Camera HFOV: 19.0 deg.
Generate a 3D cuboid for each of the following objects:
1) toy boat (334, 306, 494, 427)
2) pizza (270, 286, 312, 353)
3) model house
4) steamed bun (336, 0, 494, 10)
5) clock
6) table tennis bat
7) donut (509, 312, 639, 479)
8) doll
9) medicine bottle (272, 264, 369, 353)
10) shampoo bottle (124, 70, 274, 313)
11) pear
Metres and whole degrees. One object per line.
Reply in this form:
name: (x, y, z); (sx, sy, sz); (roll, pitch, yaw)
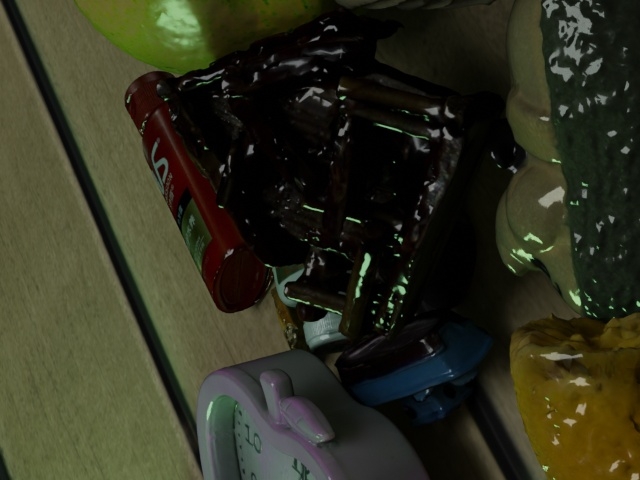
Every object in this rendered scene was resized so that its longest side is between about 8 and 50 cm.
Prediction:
toy boat: (0.093, 0.130, 1.846); (0.097, 0.100, 0.223); (53, 148, -7)
pizza: (-0.023, 0.101, 2.045); (0.123, 0.026, 0.109); (-112, 1, -70)
model house: (-0.019, -0.065, 1.687); (0.282, 0.317, 0.297); (26, 104, 7)
steamed bun: (0.104, -0.322, 1.592); (0.309, 0.219, 0.324); (18, 63, 49)
clock: (-0.003, 0.263, 1.878); (0.338, 0.102, 0.339); (41, 139, 48)
table tennis bat: (0.123, -0.010, 1.861); (0.095, 0.014, 0.158); (29, 114, 53)
donut: (0.341, 0.089, 1.300); (0.377, 0.163, 0.435); (39, 119, 14)
doll: (0.245, -0.087, 1.510); (0.247, 0.247, 0.350); (6, 109, 55)
medicine bottle: (0.000, 0.000, 1.977); (0.121, 0.083, 0.229); (-29, 67, 46)
shampoo bottle: (-0.142, -0.066, 2.183); (0.118, 0.076, 0.314); (96, 152, -49)
pear: (-0.093, -0.332, 1.849); (0.391, 0.391, 0.391); (-3, 87, 55)
